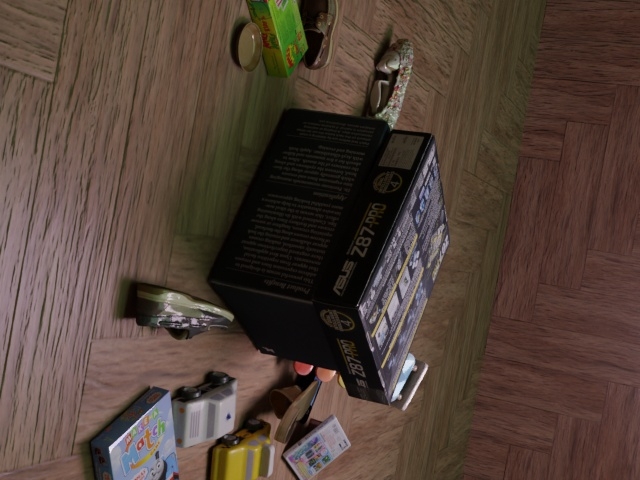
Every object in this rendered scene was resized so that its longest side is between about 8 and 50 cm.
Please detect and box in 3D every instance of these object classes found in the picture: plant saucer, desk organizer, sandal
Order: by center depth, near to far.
[{"bbox_3d":[-0.124,-0.327,1.530,0.083,0.015,0.083,10,90,-67],"label":"plant saucer"},{"bbox_3d":[-0.070,0.329,1.841,0.240,0.079,0.088,-43,155,-70],"label":"sandal"},{"bbox_3d":[0.004,0.471,2.118,0.050,0.047,0.130,-64,152,-27],"label":"desk organizer"}]

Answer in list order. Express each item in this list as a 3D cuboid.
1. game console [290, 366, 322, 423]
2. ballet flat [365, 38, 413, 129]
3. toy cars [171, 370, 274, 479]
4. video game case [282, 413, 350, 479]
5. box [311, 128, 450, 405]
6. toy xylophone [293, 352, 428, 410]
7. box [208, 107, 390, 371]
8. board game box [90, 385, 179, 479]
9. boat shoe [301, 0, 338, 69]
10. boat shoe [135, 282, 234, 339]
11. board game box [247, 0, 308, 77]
[{"bbox_3d":[0.018,0.249,2.064,0.213,0.044,0.361,65,41,-53],"label":"game console"},{"bbox_3d":[0.160,-0.369,2.094,0.077,0.091,0.241,23,73,-44],"label":"ballet flat"},{"bbox_3d":[-0.156,0.355,1.646,0.393,0.087,0.176,66,40,-53],"label":"toy cars"},{"bbox_3d":[-0.006,0.473,2.041,0.143,0.019,0.157,-37,144,-11],"label":"video game case"},{"bbox_3d":[0.127,0.047,1.628,0.318,0.097,0.395,69,38,-48],"label":"box"},{"bbox_3d":[0.083,0.210,1.925,0.236,0.323,0.081,-68,-162,-10],"label":"toy xylophone"},{"bbox_3d":[0.000,0.000,1.705,0.293,0.212,0.395,64,43,-55],"label":"box"},{"bbox_3d":[-0.284,0.360,1.414,0.160,0.039,0.211,-42,136,-55],"label":"board game box"},{"bbox_3d":[-0.006,-0.410,1.708,0.060,0.064,0.178,-39,137,-60],"label":"boat shoe"},{"bbox_3d":[-0.219,0.120,1.425,0.223,0.080,0.073,29,78,-60],"label":"boat shoe"},{"bbox_3d":[-0.075,-0.386,1.583,0.181,0.043,0.092,74,35,-46],"label":"board game box"}]
